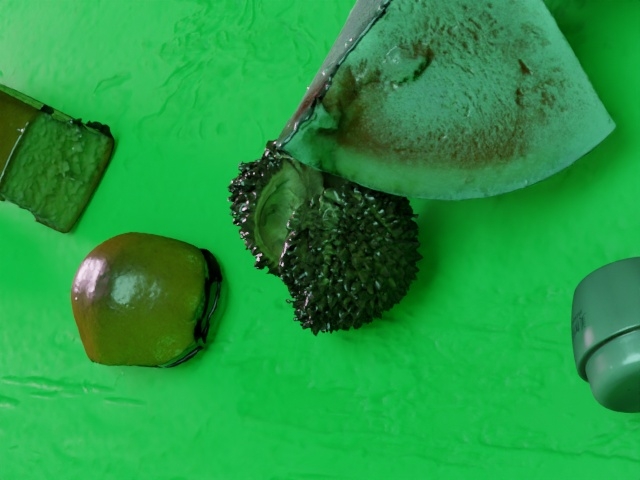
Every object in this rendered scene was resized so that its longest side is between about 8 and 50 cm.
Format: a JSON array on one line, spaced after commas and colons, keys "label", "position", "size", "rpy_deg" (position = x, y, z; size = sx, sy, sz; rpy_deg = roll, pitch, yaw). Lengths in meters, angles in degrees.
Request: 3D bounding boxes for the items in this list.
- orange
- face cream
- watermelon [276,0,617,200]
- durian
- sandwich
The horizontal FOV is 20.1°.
[{"label": "orange", "position": [-0.185, 0.055, 1.815], "size": [0.170, 0.112, 0.160], "rpy_deg": [-38, 58, 6]}, {"label": "face cream", "position": [0.266, 0.079, 1.499], "size": [0.117, 0.117, 0.104], "rpy_deg": [-26, 57, 25]}, {"label": "watermelon", "position": [0.121, -0.160, 1.579], "size": [0.290, 0.213, 0.320], "rpy_deg": [27, 52, 20]}, {"label": "durian", "position": [0.000, 0.000, 1.678], "size": [0.196, 0.167, 0.196], "rpy_deg": [170, 90, -72]}, {"label": "sandwich", "position": [-0.353, -0.115, 1.963], "size": [0.236, 0.122, 0.128], "rpy_deg": [26, 88, 38]}]
